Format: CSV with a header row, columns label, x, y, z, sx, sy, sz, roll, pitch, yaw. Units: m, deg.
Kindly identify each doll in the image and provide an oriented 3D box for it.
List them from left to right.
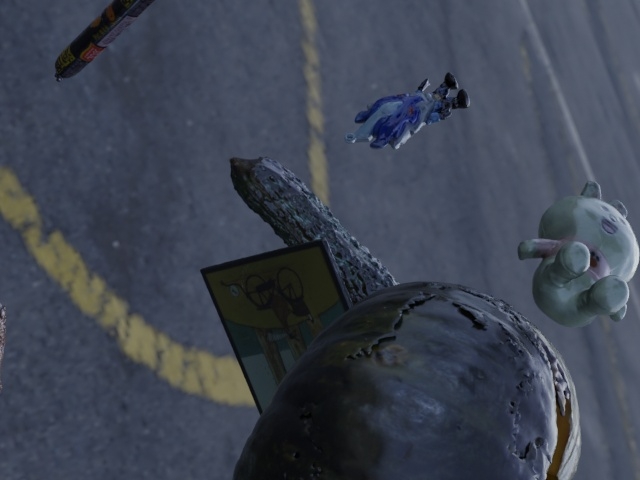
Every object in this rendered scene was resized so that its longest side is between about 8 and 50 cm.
label,x,y,z,sx,sy,sz,roll,pitch,yaw
doll,0.125,-0.188,2.138,0.070,0.195,0.096,75,-12,-54
doll,0.323,0.020,1.771,0.155,0.113,0.275,34,28,-1

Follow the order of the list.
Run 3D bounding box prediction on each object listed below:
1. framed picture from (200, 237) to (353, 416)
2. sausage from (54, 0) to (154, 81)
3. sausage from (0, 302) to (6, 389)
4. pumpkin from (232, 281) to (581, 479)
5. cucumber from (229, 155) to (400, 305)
label,x,y,z,sx,sy,sz,roll,pitch,yaw
framed picture,-0.017,0.165,1.789,0.013,0.244,0.323,-27,99,-42
sausage,-0.165,-0.186,1.170,0.025,0.198,0.028,52,39,-4
sausage,-0.291,0.113,1.215,0.042,0.157,0.036,-9,38,-31
pumpkin,0.061,0.174,0.999,0.320,0.192,0.320,-49,155,-33
cucumber,0.000,0.000,2.116,0.359,0.096,0.096,49,22,-3
